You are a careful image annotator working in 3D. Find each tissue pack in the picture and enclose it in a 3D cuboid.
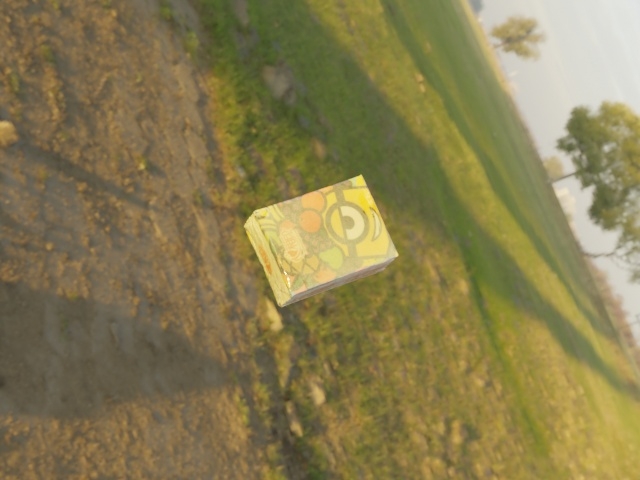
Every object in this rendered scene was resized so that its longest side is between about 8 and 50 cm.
[{"bbox_3d":[0.000,0.000,0.573,0.063,0.083,0.035,67,-25,11],"label":"tissue pack"}]
